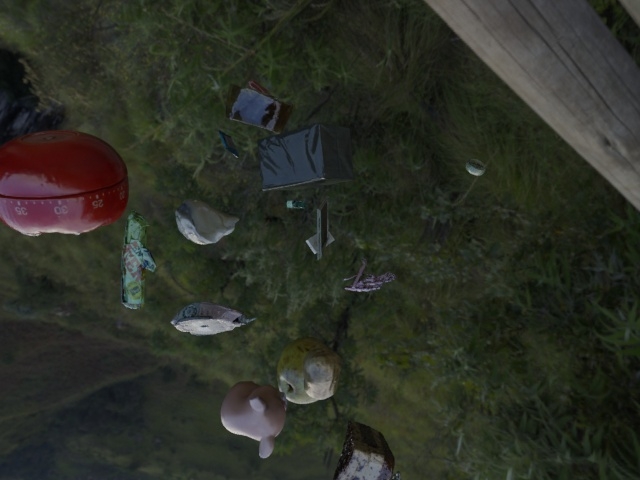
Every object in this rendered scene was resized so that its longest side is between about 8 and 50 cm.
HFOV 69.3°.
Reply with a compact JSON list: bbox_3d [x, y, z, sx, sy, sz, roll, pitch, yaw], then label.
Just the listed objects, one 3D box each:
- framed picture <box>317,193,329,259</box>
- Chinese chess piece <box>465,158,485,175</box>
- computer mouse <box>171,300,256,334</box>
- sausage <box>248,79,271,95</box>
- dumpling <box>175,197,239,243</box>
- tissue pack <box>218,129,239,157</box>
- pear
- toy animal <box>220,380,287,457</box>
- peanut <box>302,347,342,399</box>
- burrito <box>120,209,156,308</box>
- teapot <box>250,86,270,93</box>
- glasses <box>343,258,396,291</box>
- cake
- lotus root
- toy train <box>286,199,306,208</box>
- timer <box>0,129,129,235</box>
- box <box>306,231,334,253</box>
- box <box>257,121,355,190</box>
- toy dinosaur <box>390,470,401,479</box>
[{"bbox_3d":[0.014,-0.063,1.933,0.015,0.217,0.273,2,-162,8],"label":"framed picture"},{"bbox_3d":[0.661,-0.313,1.969,0.084,0.084,0.034,19,135,-3],"label":"Chinese chess piece"},{"bbox_3d":[-0.473,0.329,2.047,0.388,0.115,0.200,-7,153,7],"label":"computer mouse"},{"bbox_3d":[-0.227,-0.585,1.844,0.147,0.035,0.030,39,134,-25],"label":"sausage"},{"bbox_3d":[-0.463,-0.092,1.894,0.242,0.187,0.318,-17,-156,-24],"label":"dumpling"},{"bbox_3d":[-0.426,-0.445,2.139,0.028,0.138,0.085,-40,147,19],"label":"tissue pack"},{"bbox_3d":[-0.067,0.621,2.177,0.303,0.304,0.304,17,165,5],"label":"pear"},{"bbox_3d":[-0.211,0.579,1.562,0.256,0.195,0.212,-12,-178,41],"label":"toy animal"},{"bbox_3d":[0.002,0.432,1.496,0.122,0.137,0.253,-8,135,-11],"label":"peanut"},{"bbox_3d":[-0.489,0.063,1.250,0.104,0.289,0.054,13,-165,19],"label":"burrito"},{"bbox_3d":[-0.282,-0.591,2.031,0.116,0.148,0.146,53,176,-2],"label":"teapot"},{"bbox_3d":[0.202,0.142,1.832,0.162,0.096,0.255,4,-165,32],"label":"glasses"},{"bbox_3d":[0.121,0.510,1.151,0.112,0.135,0.246,27,-156,5],"label":"cake"},{"bbox_3d":[-0.217,-0.447,1.566,0.234,0.119,0.138,18,-167,-1],"label":"lotus root"},{"bbox_3d":[-0.097,-0.151,1.940,0.053,0.034,0.083,0,179,38],"label":"toy train"},{"bbox_3d":[-0.775,-0.176,1.380,0.377,0.280,0.378,3,-156,-1],"label":"timer"},{"bbox_3d":[0.000,0.000,2.633,0.090,0.166,0.024,55,140,0],"label":"box"},{"bbox_3d":[-0.039,-0.228,1.305,0.231,0.149,0.155,-4,-177,39],"label":"box"},{"bbox_3d":[0.156,0.691,1.239,0.294,0.162,0.077,62,162,-14],"label":"toy dinosaur"}]
